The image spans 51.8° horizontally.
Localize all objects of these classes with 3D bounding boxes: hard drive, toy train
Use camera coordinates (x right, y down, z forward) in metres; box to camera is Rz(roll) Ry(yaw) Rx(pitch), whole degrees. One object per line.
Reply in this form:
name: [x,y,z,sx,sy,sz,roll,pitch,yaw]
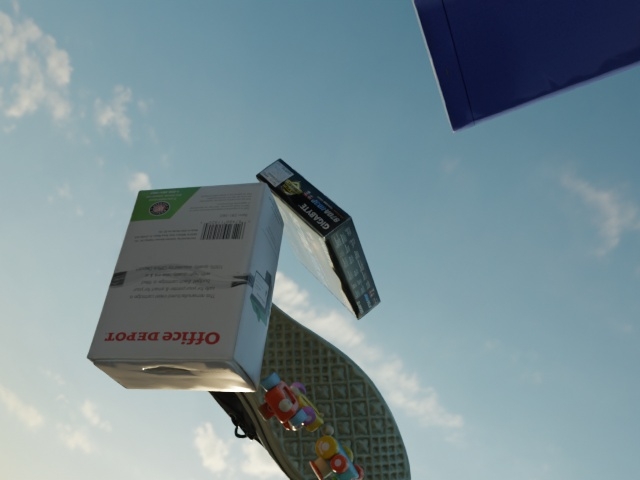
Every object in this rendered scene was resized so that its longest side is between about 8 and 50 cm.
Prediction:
hard drive: [0.288,-0.266,0.792,0.319,0.040,0.210,-19,-42,11]
toy train: [-0.015,0.213,0.706,0.166,0.046,0.125,53,2,-1]

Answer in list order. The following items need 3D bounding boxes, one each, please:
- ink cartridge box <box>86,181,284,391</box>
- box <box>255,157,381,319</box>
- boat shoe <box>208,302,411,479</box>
ink cartridge box: [-0.138,0.050,0.725,0.161,0.219,0.092,-2,-34,14]
box: [0.000,0.000,0.994,0.175,0.051,0.220,43,-15,37]
boat shoe: [-0.065,0.219,1.003,0.500,0.187,0.156,43,-23,9]
